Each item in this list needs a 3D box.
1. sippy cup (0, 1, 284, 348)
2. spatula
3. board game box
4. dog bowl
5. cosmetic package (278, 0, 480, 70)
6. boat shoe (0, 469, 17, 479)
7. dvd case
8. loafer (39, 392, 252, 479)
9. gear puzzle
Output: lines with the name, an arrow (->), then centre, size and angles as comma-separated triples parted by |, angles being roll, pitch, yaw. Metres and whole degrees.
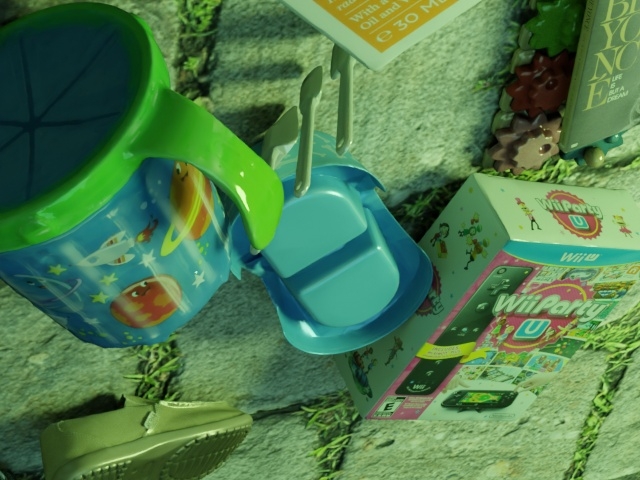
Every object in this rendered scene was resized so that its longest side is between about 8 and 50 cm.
sippy cup -> -0.187, -0.035, 1.378 | 0.240, 0.305, 0.224 | -40, 135, -7
spatula -> -0.011, -0.090, 1.455 | 0.019, 0.242, 0.168 | 33, 118, -18
board game box -> 0.188, 0.069, 1.829 | 0.224, 0.097, 0.303 | 4, 135, -35
dog bowl -> 0.000, 0.000, 1.675 | 0.166, 0.074, 0.297 | -31, 142, 4
cosmetic package -> -0.016, -0.326, 1.204 | 0.230, 0.161, 0.453 | -32, 142, 24
boat shoe -> -0.359, 0.271, 1.784 | 0.233, 0.084, 0.079 | 40, 70, -42
dvd case -> 0.313, -0.194, 1.627 | 0.164, 0.018, 0.221 | -21, 139, -24
loafer -> -0.183, 0.206, 1.789 | 0.268, 0.092, 0.102 | -7, 141, -47
gear puzzle -> 0.272, -0.191, 1.643 | 0.175, 0.044, 0.339 | -10, 138, -21
